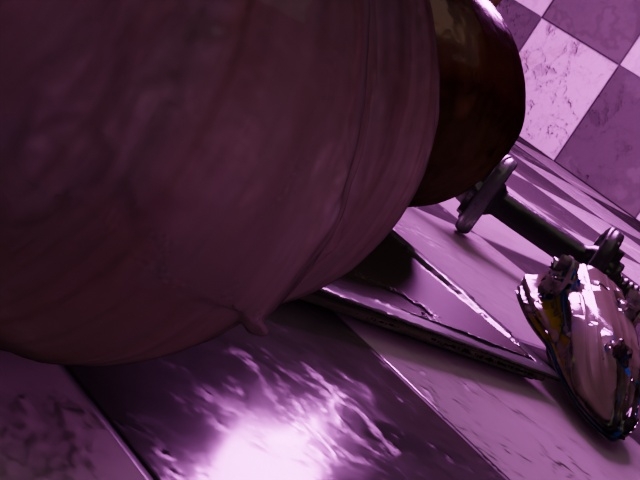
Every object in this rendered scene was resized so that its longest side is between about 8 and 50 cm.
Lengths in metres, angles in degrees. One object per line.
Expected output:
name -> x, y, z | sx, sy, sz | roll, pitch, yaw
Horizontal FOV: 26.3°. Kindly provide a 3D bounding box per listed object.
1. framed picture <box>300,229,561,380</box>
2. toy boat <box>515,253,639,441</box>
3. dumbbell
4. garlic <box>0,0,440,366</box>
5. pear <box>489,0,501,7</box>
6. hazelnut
framed picture -> 0.000, 0.000, 0.798 | 0.273, 0.016, 0.216 | 22, 15, -46
toy boat -> 0.173, 0.071, 0.872 | 0.084, 0.066, 0.210 | 28, 22, -6
dumbbell -> 0.191, -0.008, 1.198 | 0.254, 0.081, 0.081 | 35, 11, 5
garlic -> -0.101, -0.096, 0.449 | 0.322, 0.241, 0.322 | 15, 29, -9
pear -> 0.057, -0.318, 1.074 | 0.340, 0.386, 0.191 | -23, 64, -35
hazelnut -> 0.049, -0.128, 0.962 | 0.208, 0.208, 0.208 | 32, 11, -7
